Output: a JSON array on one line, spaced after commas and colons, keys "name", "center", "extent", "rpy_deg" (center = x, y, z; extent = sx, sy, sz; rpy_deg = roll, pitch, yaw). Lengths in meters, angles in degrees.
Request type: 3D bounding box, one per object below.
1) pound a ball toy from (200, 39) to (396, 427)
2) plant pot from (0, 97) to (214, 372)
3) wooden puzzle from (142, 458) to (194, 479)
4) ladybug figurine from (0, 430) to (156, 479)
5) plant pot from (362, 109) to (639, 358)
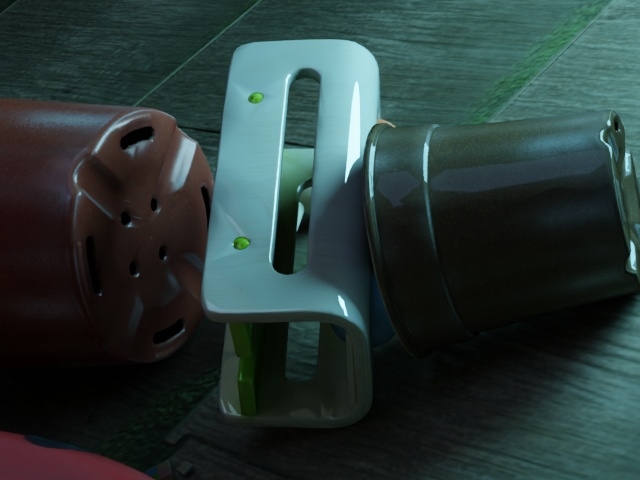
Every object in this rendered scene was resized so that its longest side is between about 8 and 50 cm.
[{"name": "pound a ball toy", "center": [0.000, 0.000, 1.322], "extent": [0.136, 0.208, 0.319], "rpy_deg": [0, 46, 5]}, {"name": "plant pot", "center": [-0.243, -0.005, 1.434], "extent": [0.265, 0.272, 0.272], "rpy_deg": [0, 39, 30]}, {"name": "wooden puzzle", "center": [-0.127, 0.184, 1.265], "extent": [0.083, 0.006, 0.049], "rpy_deg": [-29, 28, 1]}, {"name": "ladybug figurine", "center": [-0.221, 0.216, 1.031], "extent": [0.449, 0.162, 0.305], "rpy_deg": [5, 26, 22]}, {"name": "plant pot", "center": [0.132, -0.015, 1.206], "extent": [0.165, 0.167, 0.167], "rpy_deg": [-11, 32, 17]}]
